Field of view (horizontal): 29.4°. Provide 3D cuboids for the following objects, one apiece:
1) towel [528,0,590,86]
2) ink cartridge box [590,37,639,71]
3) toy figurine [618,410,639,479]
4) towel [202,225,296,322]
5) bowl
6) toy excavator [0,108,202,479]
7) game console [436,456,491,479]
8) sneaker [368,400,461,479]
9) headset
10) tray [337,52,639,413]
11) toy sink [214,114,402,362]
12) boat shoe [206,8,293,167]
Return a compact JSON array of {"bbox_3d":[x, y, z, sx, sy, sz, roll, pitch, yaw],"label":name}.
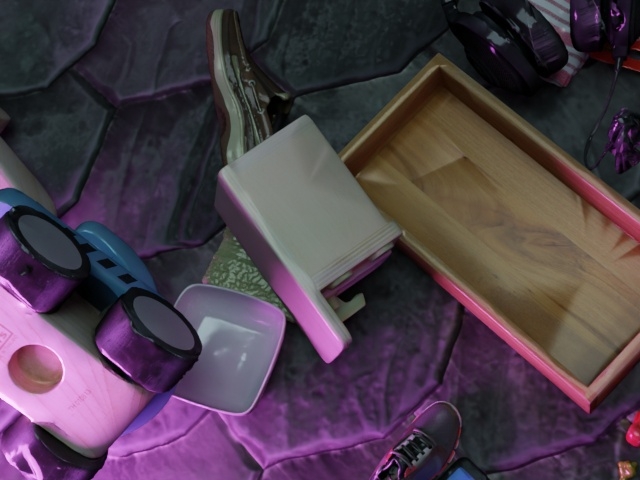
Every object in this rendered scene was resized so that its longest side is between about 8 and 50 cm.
[{"bbox_3d":[0.296,-0.297,1.528,0.144,0.029,0.197,32,78,19],"label":"towel"},{"bbox_3d":[0.420,-0.289,1.481,0.145,0.045,0.179,17,73,7],"label":"ink cartridge box"},{"bbox_3d":[0.408,0.200,1.217,0.191,0.217,0.362,27,76,19],"label":"toy figurine"},{"bbox_3d":[-0.060,0.033,1.469,0.148,0.027,0.110,20,75,15],"label":"towel"},{"bbox_3d":[-0.115,0.130,1.428,0.142,0.053,0.142,16,74,16],"label":"bowl"},{"bbox_3d":[-0.340,0.023,1.418,0.433,0.445,0.222,38,105,-10],"label":"toy excavator"},{"bbox_3d":[0.148,0.304,1.306,0.122,0.107,0.071,-44,97,-7],"label":"game console"},{"bbox_3d":[0.100,0.242,1.339,0.061,0.065,0.158,33,79,20],"label":"sneaker"},{"bbox_3d":[0.275,-0.260,1.398,0.243,0.185,0.394,-22,74,9],"label":"headset"},{"bbox_3d":[0.220,-0.015,1.409,0.203,0.076,0.411,-46,69,-6],"label":"tray"},{"bbox_3d":[0.000,0.000,1.373,0.131,0.153,0.234,-34,83,-12],"label":"toy sink"},{"bbox_3d":[-0.081,-0.170,1.520,0.095,0.095,0.257,-9,79,2],"label":"boat shoe"}]
